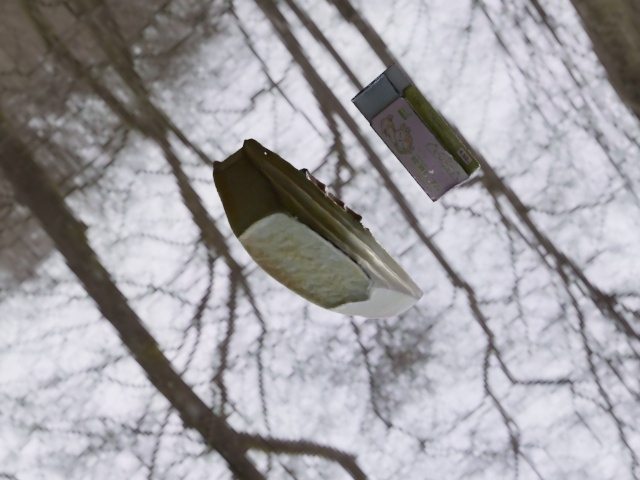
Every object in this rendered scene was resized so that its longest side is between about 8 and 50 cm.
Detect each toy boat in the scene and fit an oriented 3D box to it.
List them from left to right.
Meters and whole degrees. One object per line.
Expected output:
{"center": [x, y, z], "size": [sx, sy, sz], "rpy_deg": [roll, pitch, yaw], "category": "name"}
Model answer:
{"center": [0.000, 0.000, 0.875], "size": [0.065, 0.172, 0.066], "rpy_deg": [-36, -154, 29], "category": "toy boat"}

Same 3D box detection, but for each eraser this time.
{"center": [0.058, -0.066, 0.826], "size": [0.019, 0.083, 0.038], "rpy_deg": [-41, -176, -42], "category": "eraser"}
